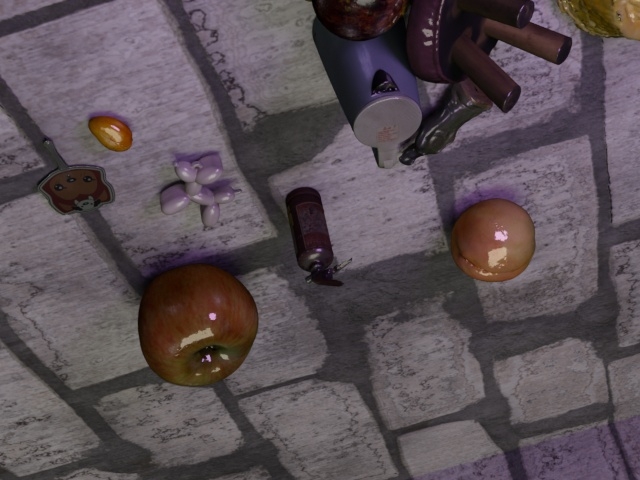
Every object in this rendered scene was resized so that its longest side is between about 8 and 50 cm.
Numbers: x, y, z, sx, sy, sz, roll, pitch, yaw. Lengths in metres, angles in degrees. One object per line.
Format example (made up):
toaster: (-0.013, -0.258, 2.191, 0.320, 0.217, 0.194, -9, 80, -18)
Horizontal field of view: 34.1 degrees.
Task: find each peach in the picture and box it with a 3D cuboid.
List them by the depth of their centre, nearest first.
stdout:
peach: (0.364, 0.001, 2.218, 0.184, 0.184, 0.184, -8, 143, -6)

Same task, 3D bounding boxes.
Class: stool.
stool: (0.276, -0.350, 1.635, 0.272, 0.178, 0.272, -40, 146, -34)

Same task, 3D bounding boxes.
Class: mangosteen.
mangosteen: (0.043, -0.414, 1.599, 0.217, 0.192, 0.192, 32, 140, 11)

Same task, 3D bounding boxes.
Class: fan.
fan: (-0.470, -0.119, 1.954, 0.132, 0.009, 0.220, -17, 144, 2)

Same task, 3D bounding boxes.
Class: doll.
doll: (-0.232, -0.101, 2.004, 0.161, 0.059, 0.160, 19, 133, -34)

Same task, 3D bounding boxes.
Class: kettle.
kettle: (0.083, -0.258, 1.741, 0.159, 0.243, 0.211, -7, 144, -8)

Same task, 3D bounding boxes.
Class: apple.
apple: (-0.266, 0.170, 2.213, 0.264, 0.264, 0.264, -8, 143, -6)

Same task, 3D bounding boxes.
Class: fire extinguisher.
fire extinguisher: (-0.008, 0.000, 2.040, 0.075, 0.252, 0.106, 14, 134, -28)

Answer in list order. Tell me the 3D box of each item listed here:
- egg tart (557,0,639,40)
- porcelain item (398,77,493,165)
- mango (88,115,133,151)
egg tart: (0.560, -0.444, 1.734, 0.345, 0.133, 0.345, -6, 143, -5)
porcelain item: (0.229, -0.214, 1.982, 0.081, 0.069, 0.216, 6, 140, -41)
mango: (-0.374, -0.191, 1.857, 0.089, 0.046, 0.060, 28, 128, -35)
